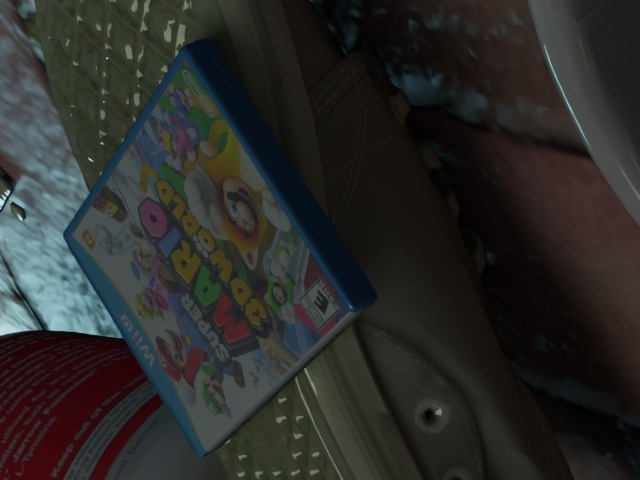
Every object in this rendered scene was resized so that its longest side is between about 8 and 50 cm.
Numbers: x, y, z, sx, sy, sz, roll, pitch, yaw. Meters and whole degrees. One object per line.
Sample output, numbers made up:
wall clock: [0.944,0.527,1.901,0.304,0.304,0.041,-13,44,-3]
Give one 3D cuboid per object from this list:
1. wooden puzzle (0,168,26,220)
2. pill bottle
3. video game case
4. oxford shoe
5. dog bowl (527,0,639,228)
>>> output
wooden puzzle: [-0.214,-0.042,1.084,0.083,0.006,0.049,45,151,-2]
pill bottle: [-0.125,0.171,1.020,0.408,0.229,0.229,3,132,51]
video game case: [-0.047,0.009,0.701,0.119,0.015,0.166,57,146,10]
oxford shoe: [0.000,0.000,0.759,0.169,0.130,0.449,-8,108,60]
dog bowl: [0.200,-0.060,0.435,0.349,0.102,0.348,32,149,22]
